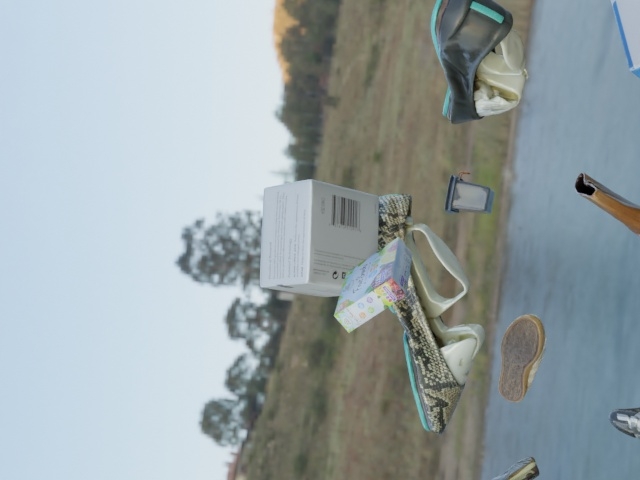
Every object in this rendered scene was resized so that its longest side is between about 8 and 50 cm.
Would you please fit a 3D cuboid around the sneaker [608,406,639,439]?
[{"bbox_3d":[0.714,0.346,2.120,0.132,0.229,0.086,-68,-29,-23],"label":"sneaker"}]

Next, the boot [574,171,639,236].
[{"bbox_3d":[0.645,-0.034,2.018,0.096,0.280,0.264,-54,13,17],"label":"boot"}]

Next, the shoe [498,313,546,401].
[{"bbox_3d":[0.382,0.213,1.966,0.058,0.077,0.219,-44,-29,-42],"label":"shoe"}]

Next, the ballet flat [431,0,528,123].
[{"bbox_3d":[0.183,-0.191,1.181,0.280,0.096,0.095,49,-119,-73],"label":"ballet flat"}]

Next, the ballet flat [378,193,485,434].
[{"bbox_3d":[0.206,0.135,1.982,0.164,0.182,0.482,-40,-70,-73],"label":"ballet flat"}]

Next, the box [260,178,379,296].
[{"bbox_3d":[0.000,0.000,1.815,0.181,0.119,0.181,11,-102,-45],"label":"box"}]

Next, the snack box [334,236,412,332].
[{"bbox_3d":[0.075,0.060,1.445,0.037,0.100,0.141,49,-159,-12],"label":"snack box"}]

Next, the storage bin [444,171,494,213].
[{"bbox_3d":[0.342,-0.103,2.349,0.135,0.091,0.098,9,-88,-74],"label":"storage bin"}]

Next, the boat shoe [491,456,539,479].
[{"bbox_3d":[0.402,0.520,2.211,0.049,0.152,0.056,59,172,-5],"label":"boat shoe"}]

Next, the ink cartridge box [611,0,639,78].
[{"bbox_3d":[0.705,-0.381,1.910,0.395,0.166,0.285,23,-128,-41],"label":"ink cartridge box"}]
